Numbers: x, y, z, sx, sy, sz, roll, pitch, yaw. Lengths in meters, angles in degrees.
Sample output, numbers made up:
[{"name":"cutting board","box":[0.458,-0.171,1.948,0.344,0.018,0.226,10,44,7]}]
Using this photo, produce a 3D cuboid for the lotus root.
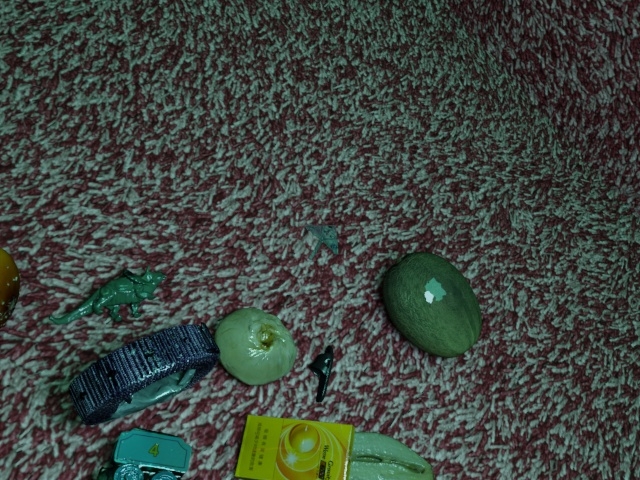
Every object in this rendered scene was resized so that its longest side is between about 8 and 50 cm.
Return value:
[{"name":"lotus root","box":[0.145,0.613,1.492,0.260,0.149,0.266,1,55,-21]}]

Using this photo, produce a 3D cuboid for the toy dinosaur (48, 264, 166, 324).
[{"name":"toy dinosaur","box":[-0.508,0.155,1.492,0.120,0.079,0.292,43,53,9]}]

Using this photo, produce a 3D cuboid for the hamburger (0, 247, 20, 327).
[{"name":"hamburger","box":[-0.752,0.109,1.313,0.170,0.246,0.246,17,58,-4]}]

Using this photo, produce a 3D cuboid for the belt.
[{"name":"belt","box":[-0.388,0.303,1.355,0.325,0.260,0.122,-22,69,-30]}]

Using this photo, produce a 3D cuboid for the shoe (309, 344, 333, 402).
[{"name":"shoe","box":[-0.004,0.352,1.616,0.053,0.062,0.159,16,63,-13]}]

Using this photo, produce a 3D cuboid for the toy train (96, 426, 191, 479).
[{"name":"toy train","box":[-0.387,0.506,1.346,0.198,0.107,0.154,17,51,-15]}]

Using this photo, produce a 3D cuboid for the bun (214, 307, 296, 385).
[{"name":"bun","box":[-0.161,0.265,1.552,0.223,0.127,0.222,9,60,-16]}]

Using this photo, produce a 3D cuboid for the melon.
[{"name":"melon","box":[0.320,0.184,1.733,0.249,0.248,0.329,-36,85,-33]}]

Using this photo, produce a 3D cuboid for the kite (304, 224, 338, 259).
[{"name":"kite","box":[0.000,0.000,1.832,0.137,0.005,0.152,42,56,4]}]

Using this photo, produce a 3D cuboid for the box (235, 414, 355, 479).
[{"name":"box","box":[-0.060,0.506,1.440,0.270,0.043,0.152,0,59,15]}]
